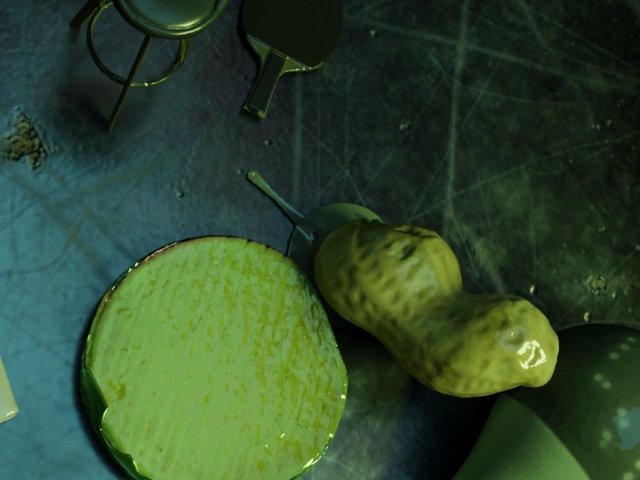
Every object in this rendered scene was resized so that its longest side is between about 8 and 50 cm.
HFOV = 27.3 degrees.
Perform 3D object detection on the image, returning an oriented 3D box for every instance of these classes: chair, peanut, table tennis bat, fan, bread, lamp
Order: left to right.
[{"bbox_3d":[-0.137,-0.169,1.041,0.104,0.221,0.095,13,68,-16],"label":"chair"},{"bbox_3d":[-0.086,0.108,1.088,0.228,0.033,0.228,5,73,-17],"label":"bread"},{"bbox_3d":[-0.034,-0.182,1.193,0.095,0.014,0.158,26,67,-13],"label":"table tennis bat"},{"bbox_3d":[0.000,0.000,1.162,0.175,0.005,0.113,44,66,-5],"label":"fan"},{"bbox_3d":[0.091,0.058,1.089,0.229,0.103,0.098,37,42,24],"label":"peanut"},{"bbox_3d":[0.194,0.203,1.085,0.182,0.182,0.314,48,67,-3],"label":"lamp"}]

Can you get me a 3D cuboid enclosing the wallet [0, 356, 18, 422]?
[{"bbox_3d":[-0.283,0.089,1.025,0.061,0.025,0.122,-19,84,-25],"label":"wallet"}]
